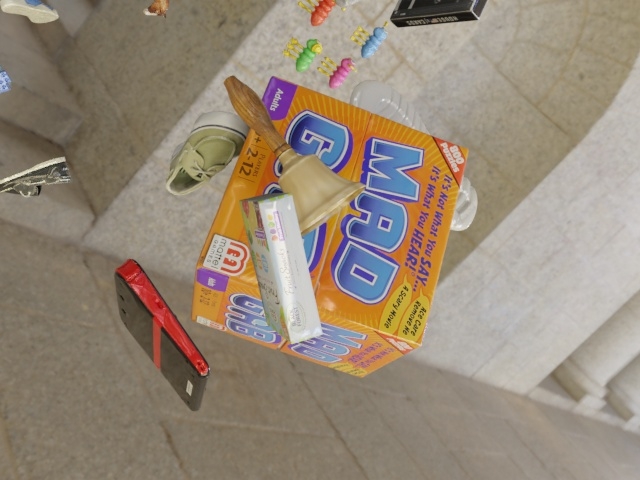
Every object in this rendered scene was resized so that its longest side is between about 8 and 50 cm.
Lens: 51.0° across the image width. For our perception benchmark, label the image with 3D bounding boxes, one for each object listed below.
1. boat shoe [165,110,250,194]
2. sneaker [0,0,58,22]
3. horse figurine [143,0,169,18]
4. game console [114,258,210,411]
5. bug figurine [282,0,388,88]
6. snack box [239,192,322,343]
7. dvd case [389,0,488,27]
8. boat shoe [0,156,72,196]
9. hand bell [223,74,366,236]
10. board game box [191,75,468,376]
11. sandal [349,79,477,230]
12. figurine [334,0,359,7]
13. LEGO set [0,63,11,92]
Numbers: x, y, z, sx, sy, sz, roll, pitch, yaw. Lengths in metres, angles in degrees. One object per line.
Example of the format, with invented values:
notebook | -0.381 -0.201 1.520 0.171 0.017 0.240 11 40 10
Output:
boat shoe | -0.222 -0.161 1.311 0.109 0.094 0.302 21 -21 -23
sneaker | -0.606 -0.505 1.385 0.152 0.058 0.084 -18 93 -69
horse figurine | -0.438 -0.681 1.689 0.175 0.263 0.066 8 -25 11
game console | -0.386 0.240 1.650 0.342 0.060 0.386 48 -26 12
bug figurine | 0.044 -0.487 1.653 0.279 0.216 0.072 16 27 -45
snack box | -0.042 0.024 0.679 0.100 0.037 0.141 -166 -118 -73
dvd case | 0.223 -0.449 1.055 0.030 0.238 0.179 31 -8 -37
boat shoe | -0.764 -0.146 1.741 0.084 0.233 0.079 -113 -176 -75
hand bell | -0.057 -0.134 0.942 0.242 0.126 0.126 54 13 4
board game box | 0.000 0.000 1.202 0.357 0.356 0.356 20 -22 -4
sandal | 0.181 -0.158 1.435 0.416 0.169 0.102 45 -29 -26
figurine | 0.066 -0.662 1.509 0.209 0.215 0.092 55 13 29
LEGO set | -0.527 -0.263 0.989 0.227 0.087 0.093 75 -8 -47
